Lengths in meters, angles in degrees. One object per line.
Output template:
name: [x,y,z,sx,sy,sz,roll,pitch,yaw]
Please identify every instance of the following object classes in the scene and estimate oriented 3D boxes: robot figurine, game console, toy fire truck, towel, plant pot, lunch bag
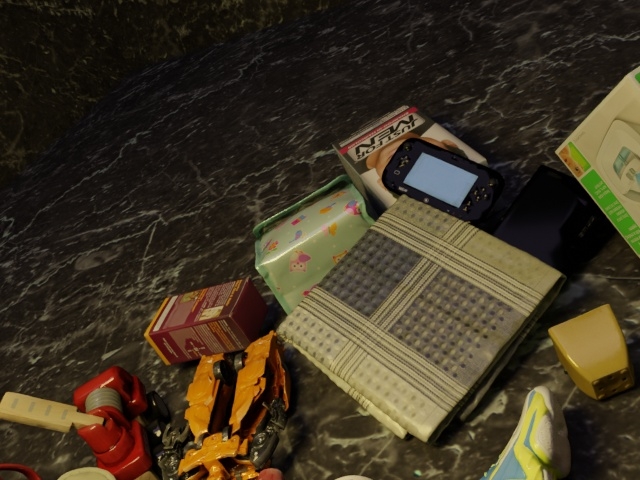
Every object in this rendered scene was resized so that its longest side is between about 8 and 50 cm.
robot figurine: [-0.131,0.267,1.183,0.211,0.085,0.291,-21,30,16]
game console: [0.249,-0.052,1.231,0.361,0.044,0.213,29,72,31]
toy fire truck: [-0.355,0.275,1.208,0.158,0.246,0.217,-32,30,-3]
towel: [0.139,0.103,1.129,0.312,0.056,0.324,-47,48,-13]
plant pot: [0.341,0.145,0.957,0.081,0.081,0.083,-26,42,9]
lunch bag: [0.000,0.000,1.407,0.223,0.160,0.262,-31,18,5]

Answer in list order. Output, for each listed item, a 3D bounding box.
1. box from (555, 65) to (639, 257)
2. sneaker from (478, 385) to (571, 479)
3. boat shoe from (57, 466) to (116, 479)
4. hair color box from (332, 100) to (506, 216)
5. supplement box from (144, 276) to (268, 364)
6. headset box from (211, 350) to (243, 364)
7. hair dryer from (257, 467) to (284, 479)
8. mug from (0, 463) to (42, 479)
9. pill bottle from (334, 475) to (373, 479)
box: [0.446,-0.095,0.963,0.127,0.231,0.262,-33,-9,-8]
sneaker: [0.208,0.267,0.873,0.126,0.091,0.240,-14,34,28]
boat shoe: [-0.290,0.445,0.998,0.127,0.113,0.340,-5,27,-26]
hair color box: [0.173,-0.129,1.487,0.185,0.113,0.374,-31,30,-1]
supplement box: [-0.198,0.143,1.369,0.188,0.080,0.104,-15,32,26]
headset box: [-0.172,0.193,1.386,0.062,0.032,0.083,6,44,47]
hair dryer: [-0.126,0.408,0.969,0.224,0.080,0.293,3,43,45]
mug: [-0.510,0.416,1.211,0.113,0.169,0.150,-32,30,-2]
pill bottle: [0.040,0.351,0.907,0.078,0.078,0.137,-22,30,14]
